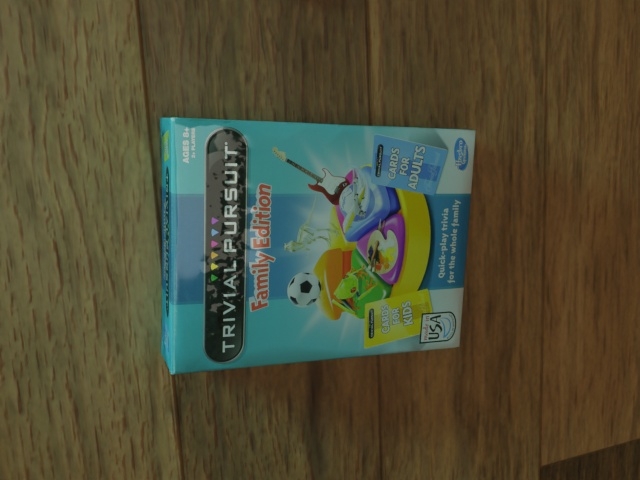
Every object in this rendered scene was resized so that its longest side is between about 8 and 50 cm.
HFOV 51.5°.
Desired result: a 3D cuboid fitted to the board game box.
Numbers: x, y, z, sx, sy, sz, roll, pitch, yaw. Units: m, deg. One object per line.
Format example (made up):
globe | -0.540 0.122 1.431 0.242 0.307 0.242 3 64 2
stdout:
board game box | 0.000 0.000 0.726 0.335 0.079 0.254 -2 100 -21
